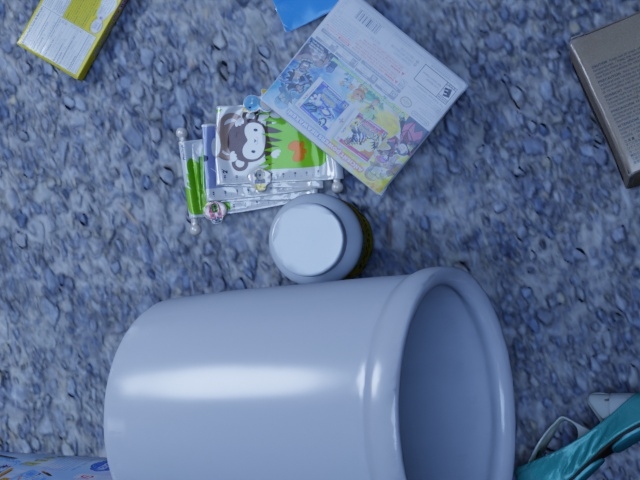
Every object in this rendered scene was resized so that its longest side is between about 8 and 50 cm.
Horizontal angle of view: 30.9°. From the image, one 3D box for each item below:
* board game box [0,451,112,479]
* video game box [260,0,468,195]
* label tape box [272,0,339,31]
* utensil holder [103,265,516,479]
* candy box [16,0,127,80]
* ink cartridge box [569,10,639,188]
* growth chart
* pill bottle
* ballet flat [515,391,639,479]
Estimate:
[{"bbox_3d":[-0.415,0.328,1.458,0.317,0.318,0.066,1,91,10],"label":"board game box"},{"bbox_3d":[0.057,-0.192,1.518,0.205,0.048,0.187,39,89,2],"label":"video game box"},{"bbox_3d":[-0.013,-0.488,1.514,0.249,0.115,0.348,-24,84,8],"label":"label tape box"},{"bbox_3d":[-0.010,0.207,1.347,0.385,0.327,0.328,-7,88,29],"label":"utensil holder"},{"bbox_3d":[-0.325,-0.335,1.602,0.105,0.027,0.206,31,93,11],"label":"candy box"},{"bbox_3d":[0.453,-0.198,1.436,0.234,0.088,0.193,-21,76,8],"label":"ink cartridge box"},{"bbox_3d":[-0.081,-0.117,1.564,0.237,0.021,0.172,-14,88,6],"label":"growth chart"},{"bbox_3d":[0.000,0.000,1.453,0.117,0.208,0.118,0,89,9],"label":"pill bottle"},{"bbox_3d":[0.347,0.245,1.463,0.247,0.083,0.087,-38,67,4],"label":"ballet flat"}]
